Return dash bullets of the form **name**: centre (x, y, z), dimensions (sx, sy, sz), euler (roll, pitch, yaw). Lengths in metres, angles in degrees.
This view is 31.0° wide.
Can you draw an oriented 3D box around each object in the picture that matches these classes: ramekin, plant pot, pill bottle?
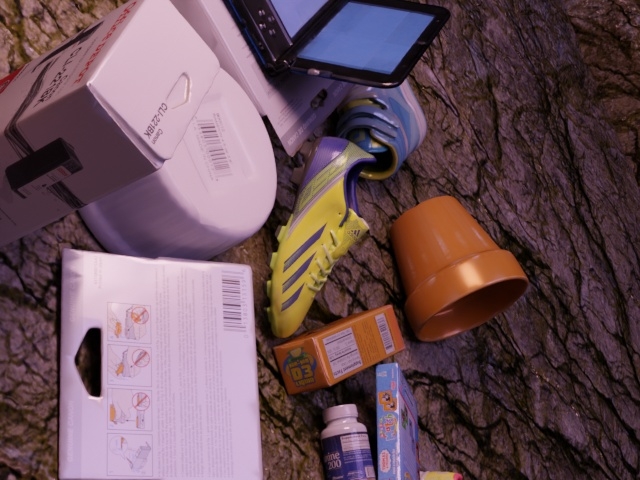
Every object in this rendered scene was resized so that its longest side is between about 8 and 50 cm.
- **ramekin**: centre (-0.178, -0.101, 1.453), dimensions (0.277, 0.135, 0.277), euler (32, 47, -43)
- **plant pot**: centre (0.211, 0.037, 1.915), dimensions (0.205, 0.205, 0.188), euler (8, 51, -54)
- **pill bottle**: centre (0.036, 0.292, 1.607), dimensions (0.067, 0.067, 0.120), euler (13, 61, -53)

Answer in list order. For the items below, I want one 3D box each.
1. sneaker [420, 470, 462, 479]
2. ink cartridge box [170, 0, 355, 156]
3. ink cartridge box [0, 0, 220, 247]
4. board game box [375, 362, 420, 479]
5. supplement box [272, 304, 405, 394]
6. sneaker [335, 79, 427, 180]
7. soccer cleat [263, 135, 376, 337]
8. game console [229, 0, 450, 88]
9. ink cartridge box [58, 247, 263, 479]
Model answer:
- **sneaker**: centre (0.210, 0.442, 1.754), dimensions (0.209, 0.094, 0.081), euler (65, 31, -9)
- **ink cartridge box**: centre (-0.099, -0.276, 1.677), dimensions (0.272, 0.130, 0.309), euler (61, 33, -16)
- **ink cartridge box**: centre (-0.261, -0.124, 1.212), dimensions (0.114, 0.272, 0.197), euler (51, 36, -26)
- **board game box**: centre (0.115, 0.308, 1.690), dimensions (0.160, 0.039, 0.212), euler (64, 22, -56)
- **supplement box**: centre (0.031, 0.156, 1.670), dimensions (0.233, 0.078, 0.080), euler (-12, 85, -57)
- **sneaker**: centre (0.061, -0.243, 1.901), dimensions (0.319, 0.127, 0.208), euler (56, 33, -19)
- **soccer cleat**: centre (0.000, -0.001, 1.590), dimensions (0.093, 0.121, 0.289), euler (44, 61, -84)
- **game console**: centre (0.026, -0.350, 1.619), dimensions (0.250, 0.173, 0.293), euler (61, 33, -19)
- **ink cartridge box**: centre (-0.191, 0.154, 1.344), dimensions (0.238, 0.060, 0.275), euler (6, 66, -24)
